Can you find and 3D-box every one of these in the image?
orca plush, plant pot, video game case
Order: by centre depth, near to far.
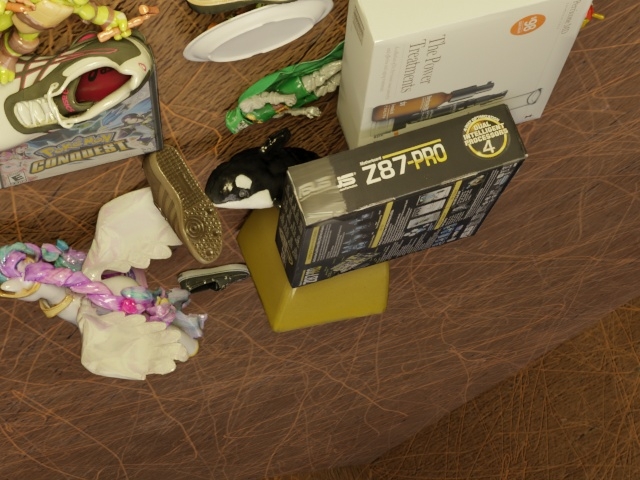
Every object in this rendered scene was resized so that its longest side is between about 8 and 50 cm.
[{"bbox_3d":[-0.350,-0.156,1.843,0.275,0.035,0.248,-14,158,-10],"label":"video game case"},{"bbox_3d":[-0.046,-0.117,2.102,0.287,0.151,0.102,-1,122,-30],"label":"orca plush"},{"bbox_3d":[0.000,0.000,2.306,0.212,0.212,0.187,-10,145,-20],"label":"plant pot"}]

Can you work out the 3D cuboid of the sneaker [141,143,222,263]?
[{"bbox_3d":[-0.204,-0.050,2.028,0.066,0.188,0.071,-23,179,-33],"label":"sneaker"}]

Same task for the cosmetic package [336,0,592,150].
[{"bbox_3d":[0.177,-0.240,1.798,0.284,0.097,0.377,-17,162,-8],"label":"cosmetic package"}]

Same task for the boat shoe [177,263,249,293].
[{"bbox_3d":[-0.193,0.074,2.534,0.142,0.040,0.049,-7,156,-26],"label":"boat shoe"}]

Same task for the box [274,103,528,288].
[{"bbox_3d":[0.103,-0.052,1.998,0.318,0.097,0.395,-19,168,-8],"label":"box"}]

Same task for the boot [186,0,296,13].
[{"bbox_3d":[-0.072,-0.334,1.583,0.198,0.076,0.137,-19,154,0],"label":"boot"}]

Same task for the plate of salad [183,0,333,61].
[{"bbox_3d":[-0.081,-0.273,1.733,0.200,0.048,0.200,-19,174,-2],"label":"plate of salad"}]

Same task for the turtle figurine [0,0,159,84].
[{"bbox_3d":[-0.331,-0.257,1.539,0.217,0.087,0.269,-23,168,34],"label":"turtle figurine"}]

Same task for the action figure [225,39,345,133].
[{"bbox_3d":[-0.034,-0.208,1.942,0.232,0.063,0.137,-23,162,21],"label":"action figure"}]

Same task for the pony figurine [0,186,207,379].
[{"bbox_3d":[-0.330,0.094,2.178,0.351,0.302,0.363,-4,160,21],"label":"pony figurine"}]

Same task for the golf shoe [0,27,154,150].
[{"bbox_3d":[-0.332,-0.176,1.661,0.273,0.120,0.105,-25,114,4],"label":"golf shoe"}]

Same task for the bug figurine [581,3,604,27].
[{"bbox_3d":[0.319,-0.349,1.852,0.216,0.072,0.279,-5,161,-16],"label":"bug figurine"}]

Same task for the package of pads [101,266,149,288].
[{"bbox_3d":[-0.342,0.070,2.390,0.083,0.050,0.032,-11,167,-18],"label":"package of pads"}]
